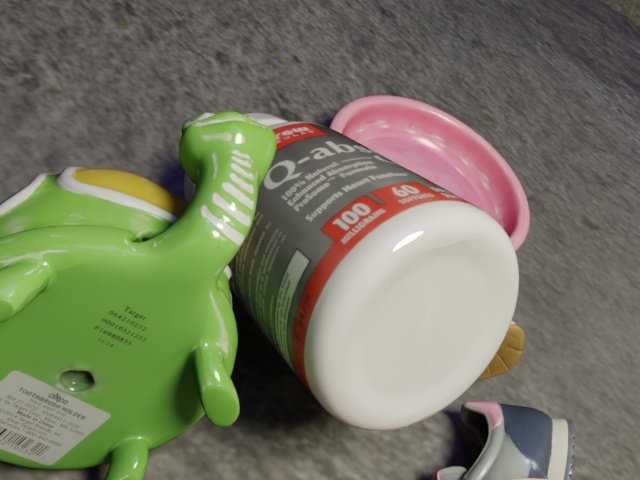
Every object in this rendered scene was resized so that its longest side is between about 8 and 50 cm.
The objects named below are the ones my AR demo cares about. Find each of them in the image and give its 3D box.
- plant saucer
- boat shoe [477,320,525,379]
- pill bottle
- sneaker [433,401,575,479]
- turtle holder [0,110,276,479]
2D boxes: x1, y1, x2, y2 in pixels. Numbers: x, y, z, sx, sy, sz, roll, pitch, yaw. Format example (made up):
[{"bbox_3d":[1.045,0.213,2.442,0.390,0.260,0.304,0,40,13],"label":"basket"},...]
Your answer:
[{"bbox_3d":[0.152,-0.081,0.961,0.331,0.084,0.332,14,47,-15],"label":"plant saucer"},{"bbox_3d":[0.101,0.122,0.758,0.276,0.098,0.096,-1,25,-19],"label":"boat shoe"},{"bbox_3d":[0.000,0.000,0.643,0.210,0.210,0.363,-5,27,-31],"label":"pill bottle"},{"bbox_3d":[0.163,0.301,0.635,0.131,0.112,0.319,15,43,19],"label":"sneaker"},{"bbox_3d":[-0.186,0.033,0.523,0.243,0.321,0.228,9,34,-17],"label":"turtle holder"}]
